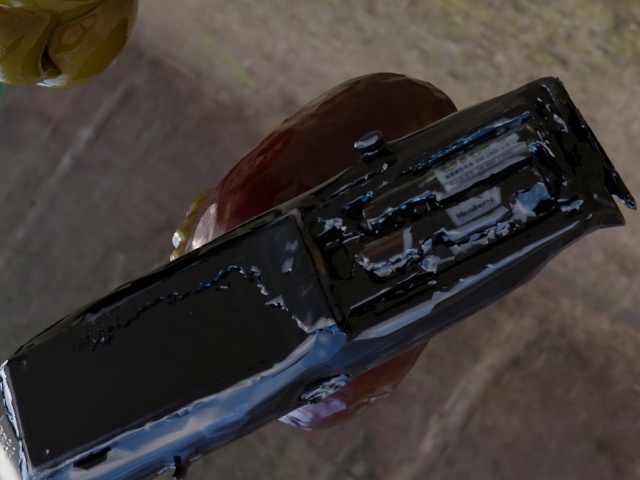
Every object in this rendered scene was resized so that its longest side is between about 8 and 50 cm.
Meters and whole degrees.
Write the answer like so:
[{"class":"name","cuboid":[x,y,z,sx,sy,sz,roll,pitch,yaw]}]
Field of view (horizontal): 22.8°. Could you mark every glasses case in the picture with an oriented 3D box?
[{"class":"glasses case","cuboid":[-0.317,0.263,1.732,0.042,0.072,0.190,13,-163,-33]}]

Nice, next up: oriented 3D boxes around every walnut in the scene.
[{"class":"walnut","cuboid":[0.000,0.000,1.258,0.244,0.269,0.222,19,153,48]}]

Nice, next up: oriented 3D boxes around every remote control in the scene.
[{"class":"remote control","cuboid":[-0.014,0.033,0.939,0.062,0.398,0.145,53,-169,-54]}]

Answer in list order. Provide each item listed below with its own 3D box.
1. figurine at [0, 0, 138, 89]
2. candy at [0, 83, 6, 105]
[{"class":"figurine","cuboid":[-0.188,-0.201,1.047,0.215,0.215,0.228,31,145,-20]},{"class":"candy","cuboid":[-0.245,-0.262,1.425,0.091,0.306,0.083,15,179,-1]}]
